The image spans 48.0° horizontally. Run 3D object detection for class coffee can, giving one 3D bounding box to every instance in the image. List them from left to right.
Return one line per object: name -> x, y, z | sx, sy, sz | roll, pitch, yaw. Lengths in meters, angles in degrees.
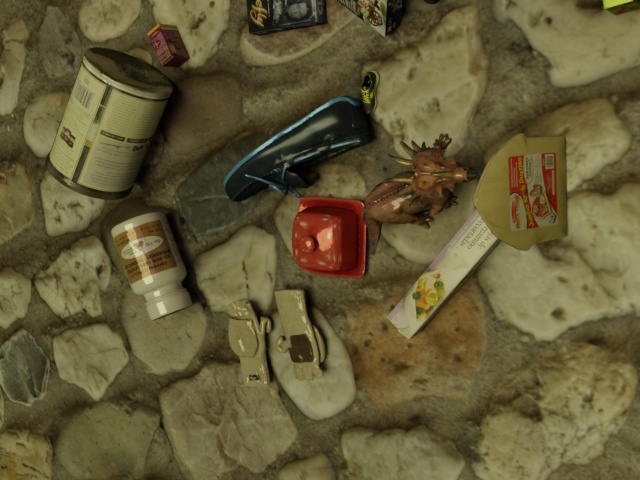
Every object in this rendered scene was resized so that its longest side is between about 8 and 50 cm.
coffee can -> -0.473, -0.259, 1.609 | 0.201, 0.201, 0.275 | 39, 116, 20

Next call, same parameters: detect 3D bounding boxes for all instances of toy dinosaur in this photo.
toy dinosaur -> 0.148, -0.083, 1.261 | 0.295, 0.200, 0.127 | -39, 78, 31

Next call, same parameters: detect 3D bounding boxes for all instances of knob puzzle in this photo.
knob puzzle -> 0.323, -0.078, 1.178 | 0.030, 0.213, 0.213 | 11, 107, 61

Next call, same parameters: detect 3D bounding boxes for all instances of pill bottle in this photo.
pill bottle -> -0.382, 0.060, 1.651 | 0.131, 0.131, 0.229 | -23, 87, 32

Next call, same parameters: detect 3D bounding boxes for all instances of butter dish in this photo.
butter dish -> 0.000, 0.000, 1.415 | 0.160, 0.118, 0.160 | 6, 103, 30

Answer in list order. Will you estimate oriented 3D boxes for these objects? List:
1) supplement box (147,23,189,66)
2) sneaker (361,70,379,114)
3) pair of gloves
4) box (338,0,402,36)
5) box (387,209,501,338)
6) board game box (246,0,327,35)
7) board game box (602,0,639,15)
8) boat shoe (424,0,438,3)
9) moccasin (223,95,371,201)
supplement box -> -0.334, -0.429, 1.581 | 0.043, 0.055, 0.083 | -27, 84, 33
sneaker -> 0.088, -0.280, 1.360 | 0.031, 0.035, 0.083 | 12, 105, 30
pair of gloves -> -0.097, 0.212, 1.558 | 0.240, 0.042, 0.204 | -16, 94, 34
box -> 0.072, -0.480, 1.237 | 0.044, 0.233, 0.159 | -43, 71, -14
box -> 0.243, 0.047, 1.306 | 0.063, 0.067, 0.324 | 44, 117, 16
board game box -> -0.074, -0.539, 1.409 | 0.165, 0.042, 0.244 | 0, 99, 31
board game box -> 0.443, -0.440, 1.081 | 0.043, 0.092, 0.182 | -9, 94, 33
boat shoe -> 0.252, -0.532, 1.163 | 0.113, 0.127, 0.340 | 51, 121, 12
moccasin -> -0.053, -0.152, 1.412 | 0.342, 0.137, 0.117 | -31, 87, 32
